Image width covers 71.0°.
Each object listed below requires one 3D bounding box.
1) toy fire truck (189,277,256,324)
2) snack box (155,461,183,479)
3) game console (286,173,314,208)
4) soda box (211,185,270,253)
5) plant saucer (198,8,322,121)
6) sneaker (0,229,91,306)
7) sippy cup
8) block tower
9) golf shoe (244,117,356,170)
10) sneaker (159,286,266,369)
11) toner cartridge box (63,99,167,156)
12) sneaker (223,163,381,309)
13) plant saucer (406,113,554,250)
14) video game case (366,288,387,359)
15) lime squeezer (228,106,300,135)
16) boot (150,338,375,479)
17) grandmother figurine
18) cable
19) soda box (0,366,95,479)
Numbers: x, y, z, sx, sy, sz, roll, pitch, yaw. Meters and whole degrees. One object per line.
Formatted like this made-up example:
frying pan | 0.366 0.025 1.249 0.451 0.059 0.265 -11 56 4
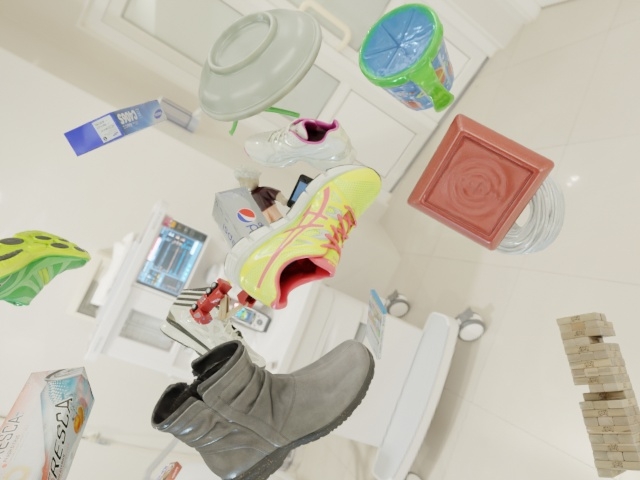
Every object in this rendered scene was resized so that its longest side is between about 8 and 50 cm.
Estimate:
toy fire truck | -0.274 0.180 1.261 0.192 0.047 0.135 -47 51 5
snack box | -0.379 0.582 0.999 0.064 0.022 0.178 -33 16 41
game console | -0.038 -0.147 1.447 0.071 0.107 0.122 144 151 -81
soda box | -0.172 0.003 1.131 0.286 0.091 0.098 56 146 23
plant saucer | -0.192 -0.507 1.218 0.400 0.100 0.400 -15 55 22
sneaker | -0.573 0.056 0.868 0.123 0.109 0.295 -63 -6 11
sippy cup | 0.259 -0.487 1.254 0.240 0.224 0.306 -2 73 35
block tower | 0.632 0.335 0.998 0.097 0.091 0.336 -26 61 46
golf shoe | -0.063 -0.255 1.123 0.306 0.140 0.115 6 61 20
sneaker | -0.378 0.328 1.741 0.257 0.447 0.169 -63 -4 2
toner cartridge box | -0.623 -0.359 1.402 0.165 0.075 0.348 -19 21 10
sneaker | 0.000 0.000 0.501 0.208 0.081 0.094 -41 52 -10
plant saucer | 0.380 -0.133 1.092 0.259 0.258 0.048 -63 -7 23
video game case | 0.161 0.243 1.310 0.119 0.015 0.166 -112 22 -62
lime squeezer | -0.211 -0.389 1.395 0.310 0.110 0.059 -3 41 38
boot | -0.077 0.235 0.727 0.338 0.223 0.118 -40 28 -16
grandmother figurine | -0.187 -0.110 1.548 0.207 0.342 0.104 -27 7 34
cable | 0.572 -0.085 1.294 0.257 0.089 0.257 -35 59 59
soda box | -0.293 0.216 0.462 0.183 0.063 0.058 -112 19 -61
